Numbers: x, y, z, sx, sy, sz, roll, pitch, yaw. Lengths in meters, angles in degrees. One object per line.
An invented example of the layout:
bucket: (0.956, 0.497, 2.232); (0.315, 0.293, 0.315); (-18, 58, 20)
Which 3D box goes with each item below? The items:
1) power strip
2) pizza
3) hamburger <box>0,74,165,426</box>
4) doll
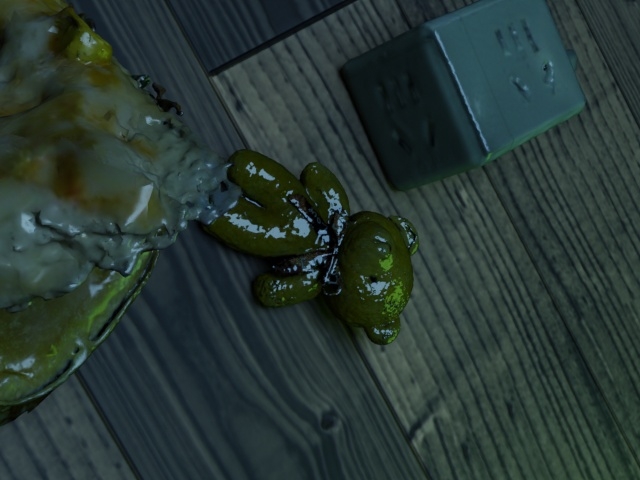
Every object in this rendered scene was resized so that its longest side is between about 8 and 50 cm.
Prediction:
power strip: (0.159, -0.158, 1.231); (0.224, 0.139, 0.140); (-29, 96, -36)
pizza: (-0.305, -0.056, 0.802); (0.392, 0.435, 0.080); (-34, 137, -8)
hamburger: (-0.220, 0.015, 0.907); (0.308, 0.133, 0.211); (-55, 129, -26)
doll: (0.000, 0.000, 1.111); (0.210, 0.097, 0.137); (26, 70, -23)
